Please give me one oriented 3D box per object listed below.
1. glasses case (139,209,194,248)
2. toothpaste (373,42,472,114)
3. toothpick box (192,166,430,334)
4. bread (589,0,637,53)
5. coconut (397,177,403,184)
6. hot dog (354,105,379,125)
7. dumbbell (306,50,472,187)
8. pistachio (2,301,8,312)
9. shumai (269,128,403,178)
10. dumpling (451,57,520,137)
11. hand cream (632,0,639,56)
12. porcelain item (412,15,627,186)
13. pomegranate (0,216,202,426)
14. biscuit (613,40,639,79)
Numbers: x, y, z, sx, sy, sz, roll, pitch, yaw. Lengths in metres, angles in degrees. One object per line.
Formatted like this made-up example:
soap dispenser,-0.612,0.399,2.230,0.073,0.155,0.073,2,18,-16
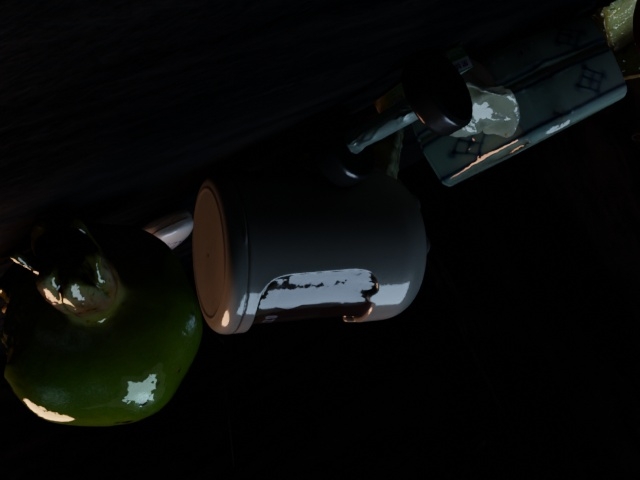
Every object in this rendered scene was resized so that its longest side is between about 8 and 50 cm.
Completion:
glasses case,-0.240,-0.005,1.458,0.076,0.049,0.197,-26,179,-24
toothpaste,0.129,-0.202,1.278,0.043,0.037,0.178,-25,179,-27
toothpick box,0.000,0.000,1.307,0.316,0.229,0.229,-3,171,-20
bread,0.490,-0.356,1.576,0.084,0.080,0.109,-30,-179,10
coconut,0.061,-0.068,1.979,0.236,0.236,0.204,-27,156,-11
hot dog,0.060,-0.165,1.417,0.083,0.035,0.058,-27,-177,5
dumbbell,0.082,-0.144,1.192,0.191,0.100,0.100,-26,180,36
pistachio,-0.367,0.096,1.456,0.200,0.117,0.145,-26,-175,14
shumai,-0.012,-0.071,1.583,0.263,0.304,0.309,8,170,4
dumpling,0.210,-0.186,1.349,0.100,0.134,0.169,-65,-173,-32
hand cream,0.602,-0.336,1.473,0.230,0.230,0.149,-27,176,-17
porcelain item,0.301,-0.218,1.530,0.286,0.157,0.281,-25,177,-39
pomegranate,-0.242,0.074,1.061,0.236,0.236,0.302,-27,159,-20
biscuit,0.530,-0.347,1.645,0.144,0.016,0.203,-6,-125,34
